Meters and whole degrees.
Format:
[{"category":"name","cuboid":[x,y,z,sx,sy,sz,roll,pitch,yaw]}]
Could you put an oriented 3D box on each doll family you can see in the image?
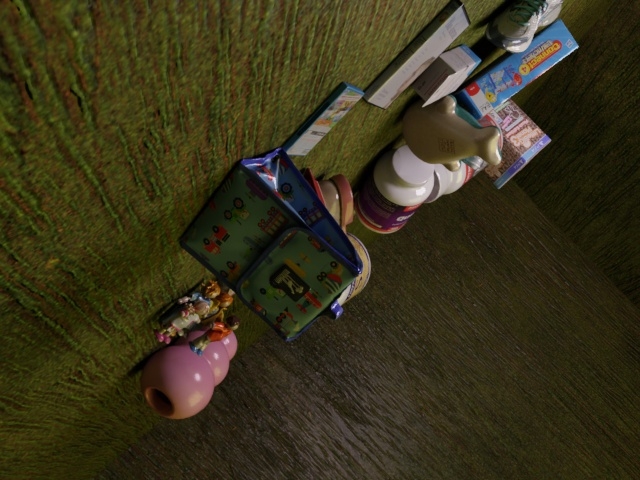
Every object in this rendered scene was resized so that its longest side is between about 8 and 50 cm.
[{"category":"doll family","cuboid":[-0.294,0.169,1.685,0.163,0.118,0.263,-36,155,5]}]

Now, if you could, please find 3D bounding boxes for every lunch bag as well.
[{"category":"lunch bag","cuboid":[-0.221,0.099,1.779,0.071,0.053,0.083,-36,157,-46]},{"category":"lunch bag","cuboid":[-0.066,0.025,1.230,0.221,0.293,0.138,-47,171,33]}]

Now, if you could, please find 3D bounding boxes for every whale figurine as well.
[{"category":"whale figurine","cuboid":[0.338,-0.273,1.742,0.141,0.272,0.216,-42,134,-32]}]

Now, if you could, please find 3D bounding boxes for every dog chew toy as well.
[{"category":"dog chew toy","cuboid":[-0.359,0.354,2.013,0.206,0.207,0.332,-49,178,42]}]

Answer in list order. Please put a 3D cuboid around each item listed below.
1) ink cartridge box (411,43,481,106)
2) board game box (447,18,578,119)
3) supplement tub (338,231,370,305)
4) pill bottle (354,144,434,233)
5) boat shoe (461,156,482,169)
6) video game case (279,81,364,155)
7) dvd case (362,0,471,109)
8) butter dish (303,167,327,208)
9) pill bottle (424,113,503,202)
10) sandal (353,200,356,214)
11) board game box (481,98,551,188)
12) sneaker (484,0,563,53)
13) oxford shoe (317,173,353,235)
[{"category":"ink cartridge box","cuboid":[0.281,-0.377,1.601,0.180,0.060,0.104,-34,169,-48]},{"category":"board game box","cuboid":[0.475,-0.428,1.854,0.302,0.086,0.308,-36,-174,-1]},{"category":"supplement tub","cuboid":[0.004,0.101,2.197,0.241,0.241,0.331,-45,172,20]},{"category":"pill bottle","cuboid":[0.224,-0.155,2.100,0.181,0.181,0.323,-39,172,-23]},{"category":"boat shoe","cuboid":[0.348,-0.265,1.921,0.103,0.118,0.320,-63,-149,1]},{"category":"video game case","cuboid":[0.004,-0.218,1.282,0.166,0.015,0.119,-44,171,17]},{"category":"dvd case","cuboid":[0.195,-0.363,1.400,0.253,0.022,0.180,-44,172,16]},{"category":"butter dish","cuboid":[-0.054,-0.053,1.532,0.118,0.159,0.160,-15,165,-15]},{"category":"pill bottle","cuboid":[0.420,-0.277,2.294,0.363,0.210,0.210,-37,171,-35]},{"category":"sandal","cuboid":[0.170,-0.126,2.346,0.303,0.086,0.120,-42,172,-1]},{"category":"board game box","cuboid":[0.620,-0.368,2.485,0.141,0.291,0.232,-39,171,-21]},{"category":"sneaker","cuboid":[0.480,-0.542,1.625,0.283,0.110,0.122,-46,163,-31]},{"category":"oxford shoe","cuboid":[0.000,0.000,1.745,0.130,0.123,0.348,-13,123,-20]}]
